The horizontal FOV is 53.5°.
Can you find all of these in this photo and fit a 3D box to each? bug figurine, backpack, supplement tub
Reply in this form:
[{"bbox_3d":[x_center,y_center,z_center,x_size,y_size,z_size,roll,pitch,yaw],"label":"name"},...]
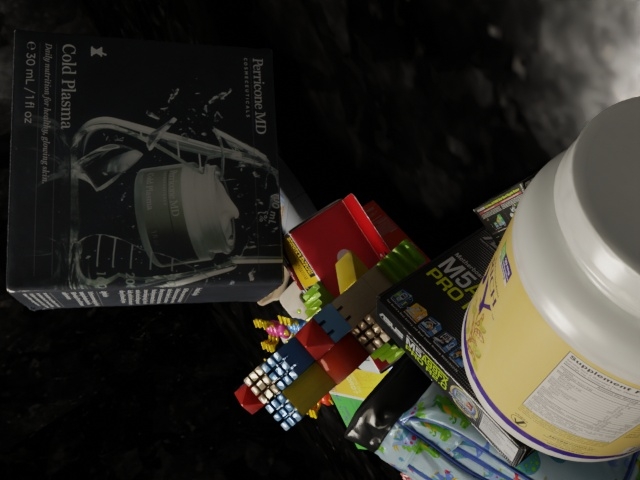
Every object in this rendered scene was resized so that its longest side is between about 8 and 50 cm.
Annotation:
[{"bbox_3d":[-0.057,0.278,1.522,0.216,0.072,0.278,12,123,45],"label":"bug figurine"},{"bbox_3d":[0.269,0.272,0.905,0.355,0.290,0.273,44,139,10],"label":"backpack"},{"bbox_3d":[0.280,0.053,0.598,0.241,0.241,0.331,49,158,25],"label":"supplement tub"}]

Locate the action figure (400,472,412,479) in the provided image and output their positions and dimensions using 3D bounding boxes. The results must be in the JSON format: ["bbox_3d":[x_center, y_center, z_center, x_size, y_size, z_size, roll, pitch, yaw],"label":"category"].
[{"bbox_3d":[0.341,0.618,1.458,0.276,0.248,0.370,39,175,-38],"label":"action figure"}]

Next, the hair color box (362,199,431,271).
[{"bbox_3d":[0.129,0.015,1.191,0.167,0.053,0.093,48,160,25],"label":"hair color box"}]

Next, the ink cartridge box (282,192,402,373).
[{"bbox_3d":[0.058,0.088,1.208,0.309,0.130,0.272,56,165,0],"label":"ink cartridge box"}]

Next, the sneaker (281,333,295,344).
[{"bbox_3d":[0.009,0.310,1.697,0.178,0.124,0.295,58,-169,18],"label":"sneaker"}]

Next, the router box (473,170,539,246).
[{"bbox_3d":[0.264,-0.026,0.824,0.092,0.038,0.122,57,160,3],"label":"router box"}]

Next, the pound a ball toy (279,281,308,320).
[{"bbox_3d":[0.042,0.188,1.599,0.319,0.136,0.208,49,-171,19],"label":"pound a ball toy"}]

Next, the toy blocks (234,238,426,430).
[{"bbox_3d":[-0.004,0.183,1.013,0.190,0.261,0.381,48,127,6],"label":"toy blocks"}]

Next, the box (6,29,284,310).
[{"bbox_3d":[-0.339,-0.118,1.260,0.297,0.472,0.479,145,122,-69],"label":"box"}]

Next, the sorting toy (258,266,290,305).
[{"bbox_3d":[-0.107,0.082,1.727,0.038,0.192,0.208,22,165,-15],"label":"sorting toy"}]

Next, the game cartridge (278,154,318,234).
[{"bbox_3d":[-0.113,-0.131,1.571,0.297,0.062,0.198,52,164,17],"label":"game cartridge"}]

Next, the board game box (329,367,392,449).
[{"bbox_3d":[0.172,0.342,1.354,0.317,0.064,0.242,-11,112,40],"label":"board game box"}]

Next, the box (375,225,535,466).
[{"bbox_3d":[0.238,0.123,0.841,0.270,0.216,0.060,47,157,32],"label":"box"}]
